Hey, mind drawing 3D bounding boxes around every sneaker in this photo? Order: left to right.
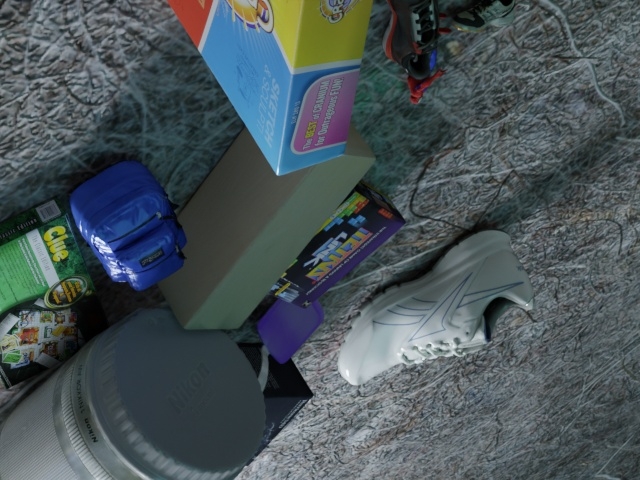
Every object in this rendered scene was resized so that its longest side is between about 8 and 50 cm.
[{"bbox_3d":[0.102,-0.223,1.440,0.061,0.065,0.158,-26,151,-13],"label":"sneaker"},{"bbox_3d":[0.154,0.109,1.938,0.297,0.129,0.111,-37,153,8],"label":"sneaker"},{"bbox_3d":[0.173,-0.245,1.523,0.083,0.032,0.037,-19,135,-35],"label":"sneaker"}]

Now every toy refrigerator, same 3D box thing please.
[{"bbox_3d":[-0.065,-0.030,1.528,0.094,0.102,0.269,3,134,-48],"label":"toy refrigerator"}]

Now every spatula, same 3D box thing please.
[{"bbox_3d":[-0.080,0.176,1.749,0.296,0.030,0.084,-61,136,-33],"label":"spatula"}]

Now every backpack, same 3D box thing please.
[{"bbox_3d":[-0.186,-0.017,1.428,0.098,0.101,0.120,-35,149,-12],"label":"backpack"}]

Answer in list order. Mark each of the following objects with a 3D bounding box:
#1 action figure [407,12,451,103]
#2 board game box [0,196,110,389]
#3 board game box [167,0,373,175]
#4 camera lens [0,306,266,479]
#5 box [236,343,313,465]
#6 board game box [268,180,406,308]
[{"bbox_3d":[0.115,-0.189,1.535,0.030,0.038,0.115,-1,140,-19],"label":"action figure"},{"bbox_3d":[-0.303,0.061,1.501,0.136,0.030,0.259,-25,150,-12],"label":"board game box"},{"bbox_3d":[-0.044,-0.240,1.081,0.064,0.242,0.316,-20,148,-21],"label":"board game box"},{"bbox_3d":[-0.219,0.224,1.596,0.219,0.219,0.274,0,149,-46],"label":"camera lens"},{"bbox_3d":[-0.122,0.216,1.857,0.158,0.093,0.156,5,134,-50],"label":"box"},{"bbox_3d":[0.000,0.000,1.697,0.170,0.048,0.141,-41,150,14],"label":"board game box"}]
